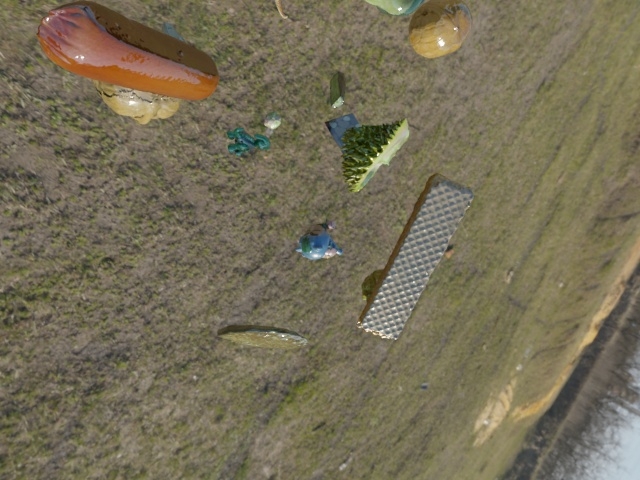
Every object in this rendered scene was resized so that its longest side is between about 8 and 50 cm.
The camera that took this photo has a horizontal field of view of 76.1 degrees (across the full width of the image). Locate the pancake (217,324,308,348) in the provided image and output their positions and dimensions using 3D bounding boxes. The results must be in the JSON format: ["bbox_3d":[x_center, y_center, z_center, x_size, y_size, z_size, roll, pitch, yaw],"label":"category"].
[{"bbox_3d":[-0.135,0.238,0.987,0.235,0.212,0.029,94,0,-67],"label":"pancake"}]

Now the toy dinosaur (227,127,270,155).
[{"bbox_3d":[-0.186,-0.258,1.047,0.132,0.096,0.059,30,53,-72],"label":"toy dinosaur"}]

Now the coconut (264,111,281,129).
[{"bbox_3d":[-0.225,-0.567,1.930,0.083,0.082,0.081,-31,150,-48],"label":"coconut"}]

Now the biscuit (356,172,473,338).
[{"bbox_3d":[0.189,0.047,0.857,0.054,0.094,0.378,-77,-168,-74],"label":"biscuit"}]

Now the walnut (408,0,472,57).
[{"bbox_3d":[0.403,-0.719,1.386,0.196,0.221,0.195,-7,115,-15],"label":"walnut"}]

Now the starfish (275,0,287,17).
[{"bbox_3d":[-0.144,-1.006,1.576,0.138,0.050,0.247,-43,143,-25],"label":"starfish"}]

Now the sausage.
[{"bbox_3d":[-0.282,-0.294,0.676,0.097,0.094,0.348,-34,179,22],"label":"sausage"}]

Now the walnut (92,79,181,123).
[{"bbox_3d":[-0.421,-0.379,0.947,0.198,0.245,0.198,-25,147,-18],"label":"walnut"}]

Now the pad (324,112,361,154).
[{"bbox_3d":[0.138,-0.463,1.845,0.158,0.234,0.003,-24,167,-20],"label":"pad"}]

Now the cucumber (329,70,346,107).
[{"bbox_3d":[0.085,-0.652,1.793,0.062,0.211,0.078,24,135,-28],"label":"cucumber"}]

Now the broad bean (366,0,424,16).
[{"bbox_3d":[0.132,-0.545,0.790,0.228,0.100,0.169,22,109,-35],"label":"broad bean"}]

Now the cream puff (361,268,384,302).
[{"bbox_3d":[0.216,0.169,1.427,0.156,0.156,0.121,-11,109,-46],"label":"cream puff"}]

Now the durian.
[{"bbox_3d":[0.139,-0.218,1.101,0.352,0.169,0.158,80,4,-88],"label":"durian"}]

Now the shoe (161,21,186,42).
[{"bbox_3d":[-0.466,-0.636,1.349,0.078,0.195,0.079,-15,159,-32],"label":"shoe"}]

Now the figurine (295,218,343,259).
[{"bbox_3d":[0.004,-0.003,1.395,0.178,0.114,0.144,15,88,-50],"label":"figurine"}]
